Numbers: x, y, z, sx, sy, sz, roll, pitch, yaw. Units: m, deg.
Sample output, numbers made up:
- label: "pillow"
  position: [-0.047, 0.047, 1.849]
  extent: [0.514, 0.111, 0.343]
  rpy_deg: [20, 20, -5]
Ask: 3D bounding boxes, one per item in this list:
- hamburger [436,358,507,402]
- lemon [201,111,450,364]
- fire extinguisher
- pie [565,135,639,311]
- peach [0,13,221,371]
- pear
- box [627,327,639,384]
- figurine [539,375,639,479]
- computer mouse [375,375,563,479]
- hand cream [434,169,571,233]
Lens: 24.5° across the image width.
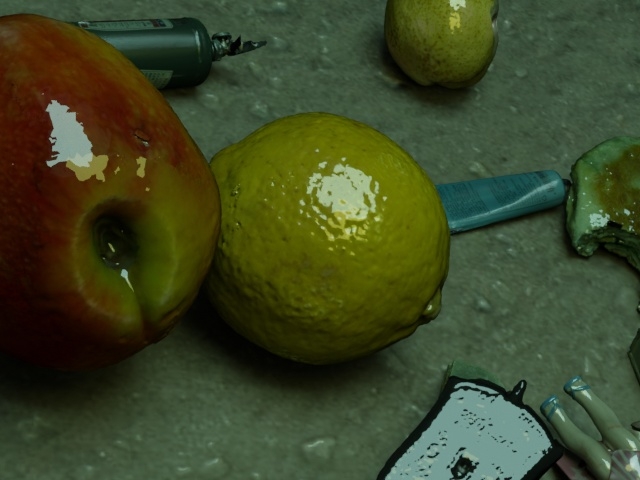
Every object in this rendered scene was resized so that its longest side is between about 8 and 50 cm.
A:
- label: "hamburger"
  position: [0.171, 0.184, 1.638]
  extent: [0.084, 0.054, 0.121]
  rpy_deg: [22, 37, 1]
- label: "lemon"
  position: [-0.001, -0.001, 1.589]
  extent: [0.293, 0.293, 0.293]
  rpy_deg: [12, 45, -12]
- label: "fire extinguisher"
  position: [-0.217, -0.235, 1.845]
  extent: [0.294, 0.118, 0.093]
  rpy_deg: [-7, 87, -28]
- label: "pie"
  position: [0.453, -0.021, 1.932]
  extent: [0.302, 0.067, 0.302]
  rpy_deg: [14, 47, -15]
- label: "peach"
  position: [-0.270, -0.049, 1.467]
  extent: [0.290, 0.372, 0.372]
  rpy_deg: [-42, 71, -17]
- label: "pear"
  position: [0.171, -0.289, 2.010]
  extent: [0.178, 0.178, 0.178]
  rpy_deg: [12, 45, -12]
- label: "box"
  position: [0.413, 0.145, 1.769]
  extent: [0.063, 0.060, 0.085]
  rpy_deg: [-1, 49, -13]
- label: "figurine"
  position: [0.357, 0.249, 1.603]
  extent: [0.205, 0.103, 0.260]
  rpy_deg: [-33, 59, -13]
- label: "computer mouse"
  position: [0.144, 0.250, 1.525]
  extent: [0.147, 0.088, 0.264]
  rpy_deg: [36, 64, 11]
- label: "hand cream"
  position: [0.225, -0.052, 1.895]
  extent: [0.224, 0.048, 0.083]
  rpy_deg: [-10, 52, -22]
